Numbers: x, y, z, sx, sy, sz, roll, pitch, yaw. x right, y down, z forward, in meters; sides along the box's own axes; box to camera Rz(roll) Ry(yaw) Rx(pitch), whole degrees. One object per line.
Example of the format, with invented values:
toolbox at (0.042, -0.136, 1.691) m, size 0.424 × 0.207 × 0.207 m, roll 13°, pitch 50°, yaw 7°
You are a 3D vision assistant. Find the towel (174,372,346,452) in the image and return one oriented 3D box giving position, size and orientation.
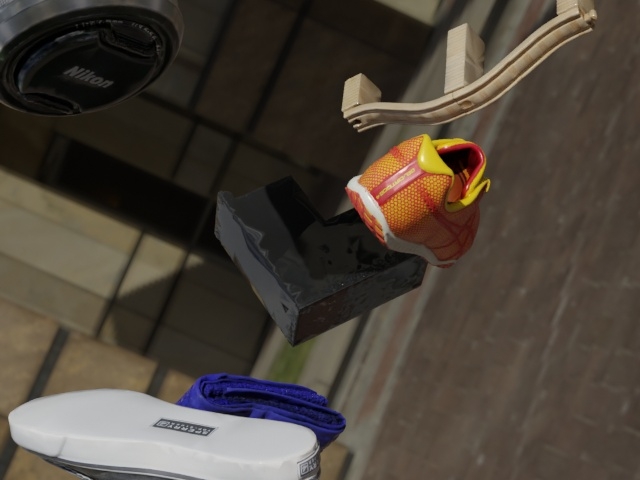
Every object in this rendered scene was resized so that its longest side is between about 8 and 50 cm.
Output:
towel at (-0.143, 0.278, 1.839) m, size 0.308 × 0.228 × 0.076 m, roll -47°, pitch 42°, yaw 31°

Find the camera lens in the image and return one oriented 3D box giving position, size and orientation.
camera lens at (-0.276, -0.285, 1.547) m, size 0.219 × 0.219 × 0.274 m, roll 122°, pitch 134°, yaw -58°

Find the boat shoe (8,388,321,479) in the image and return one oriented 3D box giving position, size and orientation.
boat shoe at (-0.135, 0.197, 1.248) m, size 0.108 × 0.301 × 0.102 m, roll -33°, pitch -55°, yaw -60°

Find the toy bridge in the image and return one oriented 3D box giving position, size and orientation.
toy bridge at (0.095, -0.110, 0.950) m, size 0.188 × 0.026 × 0.063 m, roll -21°, pitch 43°, yaw 32°

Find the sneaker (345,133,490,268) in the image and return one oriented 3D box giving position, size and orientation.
sneaker at (0.072, -0.024, 0.832) m, size 0.067 × 0.064 × 0.175 m, roll -34°, pitch -8°, yaw 13°

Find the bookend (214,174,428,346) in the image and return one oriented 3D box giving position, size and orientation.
bookend at (0.000, 0.000, 1.465) m, size 0.156 × 0.157 × 0.072 m, roll -25°, pitch -28°, yaw -23°
